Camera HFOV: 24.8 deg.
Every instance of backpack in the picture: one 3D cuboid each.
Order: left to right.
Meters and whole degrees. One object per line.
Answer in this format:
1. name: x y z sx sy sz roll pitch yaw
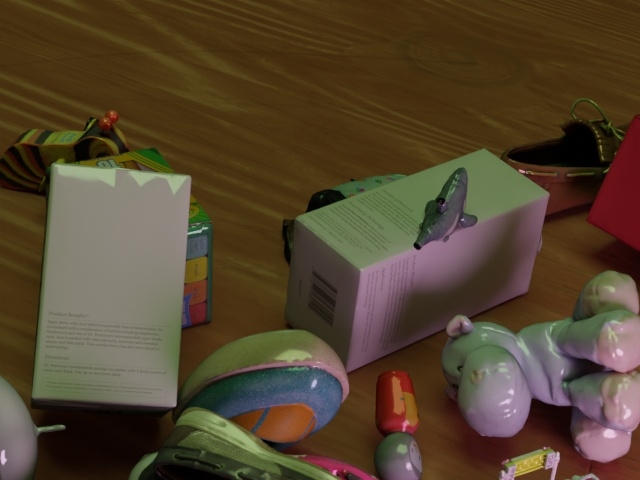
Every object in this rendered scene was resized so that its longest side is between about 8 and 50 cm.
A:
1. backpack: 0.087 -0.030 2.234 0.182 0.115 0.152 -9 50 -33

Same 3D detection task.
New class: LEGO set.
1. LEGO set: 0.235 0.339 1.729 0.132 0.107 0.287 27 40 30

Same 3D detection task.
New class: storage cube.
1. storage cube: 0.569 -0.066 2.266 0.193 0.215 0.184 34 21 37

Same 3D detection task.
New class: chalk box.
1. chalk box: -0.262 0.023 2.075 0.179 0.180 0.289 -13 39 -24

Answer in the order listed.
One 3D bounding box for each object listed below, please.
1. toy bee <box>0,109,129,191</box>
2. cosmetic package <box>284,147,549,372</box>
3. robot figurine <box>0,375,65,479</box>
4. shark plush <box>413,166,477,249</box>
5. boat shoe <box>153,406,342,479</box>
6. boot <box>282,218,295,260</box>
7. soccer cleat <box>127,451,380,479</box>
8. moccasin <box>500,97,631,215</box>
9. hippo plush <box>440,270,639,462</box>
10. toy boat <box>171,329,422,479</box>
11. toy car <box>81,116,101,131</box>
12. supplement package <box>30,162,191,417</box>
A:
1. toy bee: -0.368 -0.141 2.321 0.298 0.162 0.195 0 32 -7
2. cosmetic package: 0.142 0.024 2.108 0.365 0.197 0.155 -21 44 -35
3. robot figurine: -0.476 0.259 1.670 0.353 0.200 0.300 -20 35 -33
4. shark plush: 0.155 -0.038 1.975 0.073 0.067 0.161 31 43 25
5. boat shoe: -0.056 0.283 1.592 0.285 0.103 0.092 26 57 20
6. boot: 0.000 0.000 2.274 0.114 0.037 0.106 5 36 -8
7. soccer cleat: -0.067 0.299 1.748 0.331 0.116 0.143 10 1 -12
8. moccasin: 0.445 -0.147 2.446 0.380 0.147 0.139 -13 38 -26
9. hippo plush: 0.283 0.143 1.915 0.236 0.234 0.294 2 34 -6
10. toy boat: -0.012 0.218 1.804 0.318 0.267 0.148 11 59 -24
11. toy car: -0.426 -0.188 2.479 0.122 0.060 0.040 11 2 -3
12. supplement package: -0.266 0.068 1.839 0.177 0.175 0.293 5 78 -10
